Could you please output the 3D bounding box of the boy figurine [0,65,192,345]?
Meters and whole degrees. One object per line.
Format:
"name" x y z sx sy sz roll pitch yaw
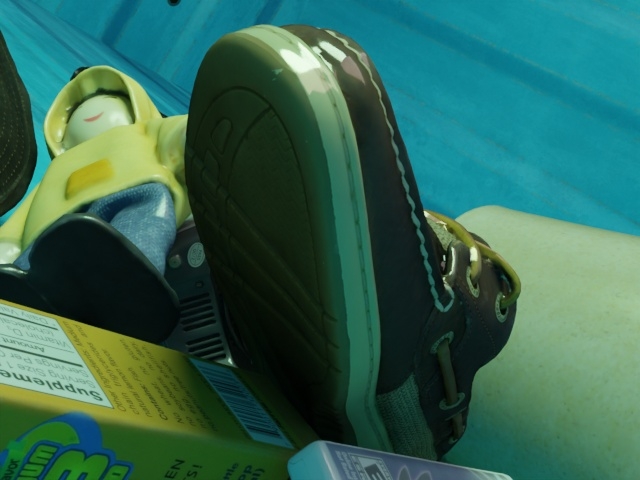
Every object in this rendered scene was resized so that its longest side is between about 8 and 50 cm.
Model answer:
"boy figurine" -0.128 -0.031 0.554 0.092 0.177 0.285 55 12 -28

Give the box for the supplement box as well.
"supplement box" -0.098 0.080 0.356 0.233 0.078 0.080 26 12 -44

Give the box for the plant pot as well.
"plant pot" 0.230 0.120 0.739 0.305 0.334 0.333 25 1 35

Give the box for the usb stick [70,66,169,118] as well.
"usb stick" -0.312 -0.218 1.617 0.278 0.045 0.077 32 14 -9

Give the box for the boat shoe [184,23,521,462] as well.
"boat shoe" 0.030 0.028 0.448 0.123 0.123 0.342 43 -23 39

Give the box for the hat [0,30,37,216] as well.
"hat" -0.312 -0.145 0.546 0.331 0.133 0.332 -19 90 -80

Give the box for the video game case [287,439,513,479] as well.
"video game case" 0.081 0.183 0.382 0.183 0.023 0.201 25 31 -50

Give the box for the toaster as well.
"toaster" -0.015 0.021 0.650 0.146 0.226 0.129 -142 -144 -74
